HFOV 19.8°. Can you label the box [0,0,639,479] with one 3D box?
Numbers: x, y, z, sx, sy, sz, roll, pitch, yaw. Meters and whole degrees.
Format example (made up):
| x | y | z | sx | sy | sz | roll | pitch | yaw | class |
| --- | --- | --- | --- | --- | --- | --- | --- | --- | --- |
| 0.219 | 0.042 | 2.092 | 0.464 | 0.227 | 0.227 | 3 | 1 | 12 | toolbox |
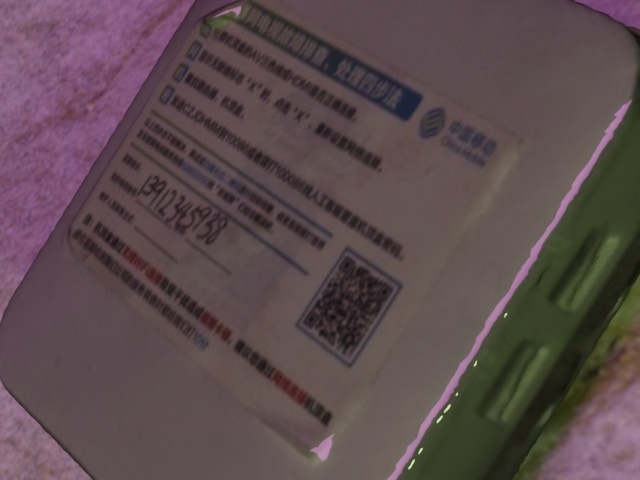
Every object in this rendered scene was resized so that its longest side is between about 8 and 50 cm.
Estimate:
| x | y | z | sx | sy | sz | roll | pitch | yaw | class |
| --- | --- | --- | --- | --- | --- | --- | --- | --- | --- |
| 0.001 | 0.001 | 1.121 | 0.396 | 0.111 | 0.397 | 35 | 94 | 47 | box |
